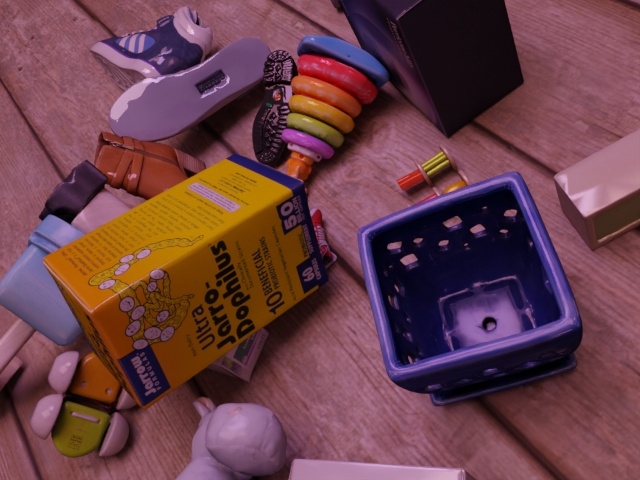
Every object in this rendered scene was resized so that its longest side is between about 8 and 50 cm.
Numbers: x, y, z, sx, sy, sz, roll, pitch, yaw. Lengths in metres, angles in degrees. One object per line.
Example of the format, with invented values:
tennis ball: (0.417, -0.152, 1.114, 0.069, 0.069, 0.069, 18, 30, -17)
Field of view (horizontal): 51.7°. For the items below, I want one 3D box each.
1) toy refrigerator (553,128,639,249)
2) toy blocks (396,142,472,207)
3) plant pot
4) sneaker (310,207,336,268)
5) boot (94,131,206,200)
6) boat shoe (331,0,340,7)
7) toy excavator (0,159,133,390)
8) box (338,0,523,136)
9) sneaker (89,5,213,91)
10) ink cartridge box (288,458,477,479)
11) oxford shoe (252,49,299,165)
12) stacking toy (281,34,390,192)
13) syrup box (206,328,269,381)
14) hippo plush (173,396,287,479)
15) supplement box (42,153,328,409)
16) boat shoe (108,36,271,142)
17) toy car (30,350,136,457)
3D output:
toy refrigerator: (0.478, -0.100, 0.924, 0.269, 0.102, 0.094, -30, 52, 9)
toy blocks: (0.169, -0.080, 1.105, 0.148, 0.054, 0.123, -32, 53, 8)
plant pot: (0.206, 0.085, 0.887, 0.235, 0.212, 0.236, -20, 55, 15)
sneaker: (0.000, 0.000, 1.155, 0.067, 0.042, 0.119, 3, 71, 34)
boot: (-0.317, -0.102, 1.249, 0.109, 0.220, 0.284, -52, 36, 33)
boat shoe: (0.062, -0.664, 1.477, 0.103, 0.118, 0.321, -9, 62, 17)
toy excavator: (-0.506, 0.116, 1.201, 0.445, 0.222, 0.433, -54, 15, -22)
box: (0.168, -0.389, 1.135, 0.182, 0.296, 0.294, -37, 51, 3)
sneaker: (-0.394, -0.473, 1.607, 0.322, 0.130, 0.236, 27, 67, 41)
ink cartridge box: (0.096, 0.374, 0.736, 0.198, 0.270, 0.197, -5, 60, 25)
oxford shoe: (-0.077, -0.256, 1.331, 0.082, 0.096, 0.227, 11, 86, 18)
stacking toy: (-0.008, -0.210, 1.234, 0.175, 0.166, 0.302, 22, 91, -9)
syrup box: (-0.217, 0.160, 1.141, 0.236, 0.096, 0.093, 9, 66, 33)
hippo plush: (-0.126, 0.362, 0.941, 0.237, 0.234, 0.294, -57, 8, -34)
supplement box: (-0.194, 0.046, 1.015, 0.356, 0.194, 0.195, -34, 38, -25)
boat shoe: (-0.274, -0.311, 1.422, 0.367, 0.156, 0.136, -32, 92, -7)
toy car: (-0.410, 0.286, 1.155, 0.136, 0.159, 0.182, -28, 43, 56)
